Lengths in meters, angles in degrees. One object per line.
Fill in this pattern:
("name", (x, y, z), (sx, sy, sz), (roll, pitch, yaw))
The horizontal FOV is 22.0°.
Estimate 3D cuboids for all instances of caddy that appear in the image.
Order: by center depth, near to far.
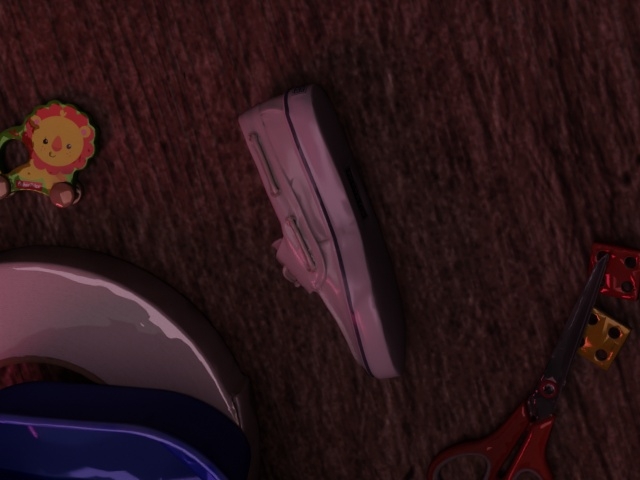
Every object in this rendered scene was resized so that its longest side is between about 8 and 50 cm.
("caddy", (-0.210, 0.254, 1.417), (0.341, 0.179, 0.241), (3, 105, 9))

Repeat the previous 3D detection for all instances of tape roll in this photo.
("tape roll", (-0.249, 0.197, 1.539), (0.392, 0.072, 0.392), (2, 103, 9))

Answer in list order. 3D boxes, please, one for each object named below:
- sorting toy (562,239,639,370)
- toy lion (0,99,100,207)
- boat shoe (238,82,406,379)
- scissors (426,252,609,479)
("sorting toy", (0.349, 0.074, 1.413), (0.275, 0.046, 0.132), (9, 109, 22))
("toy lion", (-0.251, -0.081, 1.497), (0.100, 0.034, 0.096), (6, 97, 8))
("boat shoe", (0.000, 0.000, 1.440), (0.088, 0.096, 0.267), (-18, 99, 17))
("scissors", (0.206, 0.150, 1.468), (0.109, 0.021, 0.297), (37, 111, 4))
